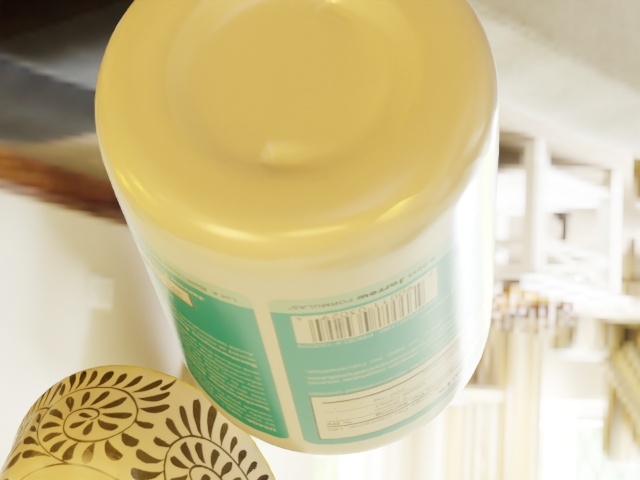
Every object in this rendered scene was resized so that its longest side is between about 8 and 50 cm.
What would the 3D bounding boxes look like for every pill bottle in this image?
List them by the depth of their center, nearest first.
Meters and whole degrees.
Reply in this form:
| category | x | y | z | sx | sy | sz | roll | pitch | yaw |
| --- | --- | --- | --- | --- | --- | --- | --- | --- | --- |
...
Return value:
| category | x | y | z | sx | sy | sz | roll | pitch | yaw |
| --- | --- | --- | --- | --- | --- | --- | --- | --- | --- |
| pill bottle | 0.000 | 0.000 | 0.667 | 0.146 | 0.146 | 0.264 | 2 | 154 | 5 |

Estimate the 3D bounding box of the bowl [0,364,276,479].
| category | x | y | z | sx | sy | sz | roll | pitch | yaw |
| --- | --- | --- | --- | --- | --- | --- | --- | --- | --- |
| bowl | -0.108 | 0.156 | 0.804 | 0.170 | 0.170 | 0.080 | -2 | -166 | 24 |
